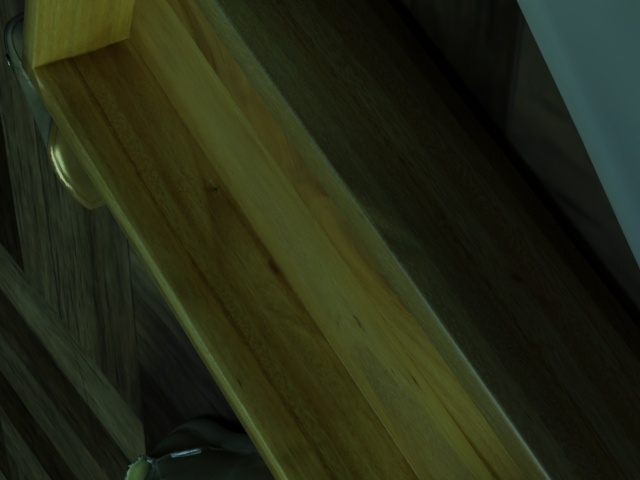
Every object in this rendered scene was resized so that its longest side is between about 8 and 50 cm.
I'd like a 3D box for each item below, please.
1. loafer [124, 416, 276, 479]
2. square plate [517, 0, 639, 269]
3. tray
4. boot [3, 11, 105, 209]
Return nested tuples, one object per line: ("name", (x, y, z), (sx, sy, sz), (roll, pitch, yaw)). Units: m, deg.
("loafer", (-0.075, 0.165, 0.849), (0.268, 0.092, 0.102), (-25, 88, 64))
("square plate", (0.104, -0.044, 0.253), (0.347, 0.049, 0.344), (117, 130, -82))
("tray", (0.000, 0.000, 0.602), (0.411, 0.076, 0.203), (55, 151, 21))
("boot", (-0.165, -0.085, 0.887), (0.087, 0.042, 0.118), (33, 137, 58))
